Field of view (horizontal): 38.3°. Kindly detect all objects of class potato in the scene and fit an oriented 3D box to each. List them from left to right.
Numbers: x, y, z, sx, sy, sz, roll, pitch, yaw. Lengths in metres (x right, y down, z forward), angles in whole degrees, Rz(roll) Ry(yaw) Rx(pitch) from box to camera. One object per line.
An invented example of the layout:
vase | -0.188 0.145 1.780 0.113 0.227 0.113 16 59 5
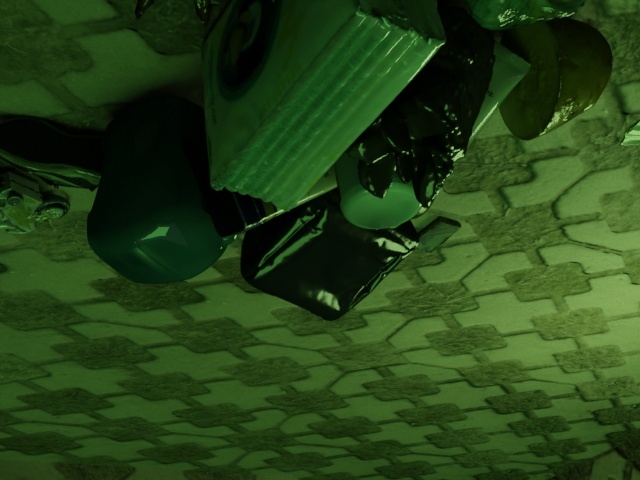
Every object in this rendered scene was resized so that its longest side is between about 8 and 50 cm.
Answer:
potato | 0.380 -0.268 1.440 0.158 0.178 0.203 -15 126 -17

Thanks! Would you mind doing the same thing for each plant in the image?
plant | 0.132 -0.204 1.354 0.188 0.276 0.199 18 158 22

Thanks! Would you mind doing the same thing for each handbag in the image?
handbag | 0.000 -0.003 1.778 0.275 0.178 0.302 -41 138 22

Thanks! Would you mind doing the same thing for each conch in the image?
conch | 0.274 -0.372 1.278 0.188 0.122 0.176 26 107 -41

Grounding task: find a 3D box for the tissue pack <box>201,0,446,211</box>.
tissue pack | -0.018 -0.262 1.241 0.162 0.287 0.388 12 144 -30

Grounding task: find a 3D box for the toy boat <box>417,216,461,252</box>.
toy boat | 0.241 -0.011 1.960 0.063 0.016 0.115 15 142 -30

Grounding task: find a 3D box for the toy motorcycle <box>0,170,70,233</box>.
toy motorcycle | -0.574 -0.064 1.668 0.151 0.074 0.228 -31 150 26

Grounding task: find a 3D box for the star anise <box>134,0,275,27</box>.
star anise | -0.157 -0.397 1.146 0.272 0.102 0.272 1 115 2

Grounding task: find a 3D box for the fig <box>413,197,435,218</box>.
fig | 0.108 -0.130 1.675 0.236 0.124 0.124 32 135 -20

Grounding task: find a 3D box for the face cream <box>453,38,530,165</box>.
face cream | 0.233 -0.228 1.532 0.143 0.089 0.314 38 146 11

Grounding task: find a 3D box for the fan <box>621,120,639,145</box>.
fan | 0.672 -0.224 1.701 0.240 0.009 0.131 -17 145 18

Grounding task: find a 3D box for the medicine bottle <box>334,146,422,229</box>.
medicine bottle | 0.089 -0.144 1.513 0.139 0.225 0.139 -5 149 -3

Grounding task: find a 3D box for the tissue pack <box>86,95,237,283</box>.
tissue pack | -0.240 -0.086 1.482 0.206 0.287 0.198 -16 144 26

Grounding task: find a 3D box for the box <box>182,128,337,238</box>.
box | -0.087 -0.121 1.459 0.071 0.168 0.259 -15 -172 42

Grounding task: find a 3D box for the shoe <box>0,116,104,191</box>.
shoe | -0.450 -0.133 1.563 0.227 0.099 0.112 10 152 -26
